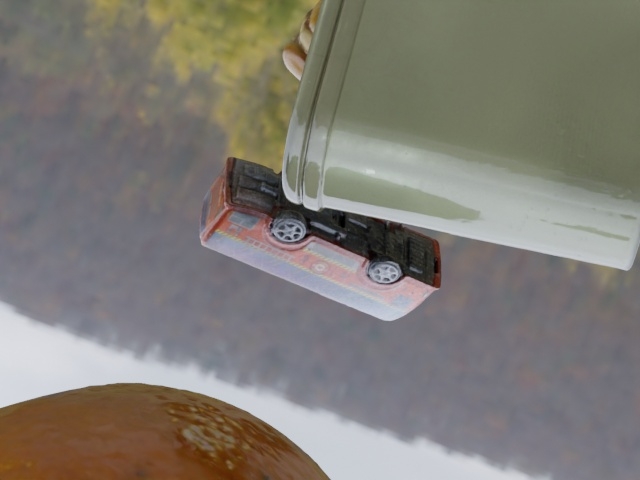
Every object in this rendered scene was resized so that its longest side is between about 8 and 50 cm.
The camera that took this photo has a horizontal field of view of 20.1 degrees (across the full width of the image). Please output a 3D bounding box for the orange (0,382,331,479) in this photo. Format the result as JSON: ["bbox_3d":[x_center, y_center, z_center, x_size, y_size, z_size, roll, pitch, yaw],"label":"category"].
[{"bbox_3d":[-0.167,0.276,1.213,0.326,0.424,0.424,50,-165,26],"label":"orange"}]

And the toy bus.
[{"bbox_3d":[0.000,0.000,1.419,0.192,0.077,0.065,23,-137,-21],"label":"toy bus"}]

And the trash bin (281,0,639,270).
[{"bbox_3d":[0.121,-0.116,1.250,0.247,0.243,0.121,13,168,6],"label":"trash bin"}]

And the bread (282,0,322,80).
[{"bbox_3d":[0.069,-0.113,1.398,0.200,0.077,0.116,39,-155,-1],"label":"bread"}]
